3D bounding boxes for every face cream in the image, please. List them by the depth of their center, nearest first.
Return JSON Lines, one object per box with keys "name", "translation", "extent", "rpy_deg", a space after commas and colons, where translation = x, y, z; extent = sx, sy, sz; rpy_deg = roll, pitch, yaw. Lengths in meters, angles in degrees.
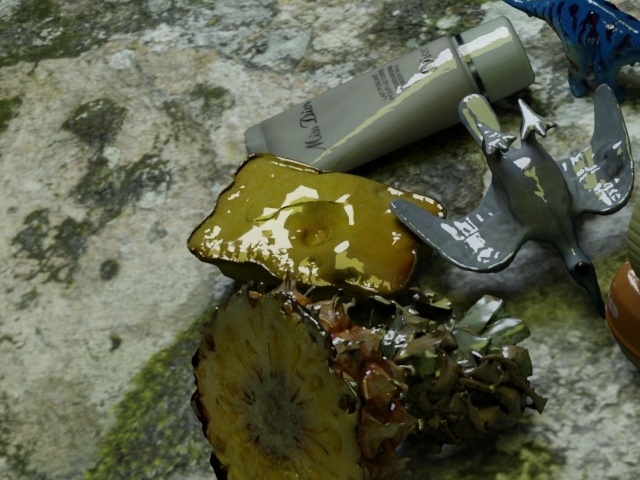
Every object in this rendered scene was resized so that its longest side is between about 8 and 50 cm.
{"name": "face cream", "translation": [0.071, -0.138, 2.043], "extent": [0.314, 0.089, 0.143], "rpy_deg": [-25, 40, 6]}

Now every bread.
{"name": "bread", "translation": [0.000, 0.000, 1.899], "extent": [0.233, 0.088, 0.161], "rpy_deg": [12, 53, 26]}

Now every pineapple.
{"name": "pineapple", "translation": [0.066, 0.130, 1.666], "extent": [0.271, 0.262, 0.262], "rpy_deg": [-14, 34, -35]}

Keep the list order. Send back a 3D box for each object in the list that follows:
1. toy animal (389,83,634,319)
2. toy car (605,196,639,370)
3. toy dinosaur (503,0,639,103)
{"name": "toy animal", "translation": [0.194, -0.041, 1.822], "extent": [0.239, 0.176, 0.255], "rpy_deg": [-23, 35, -2]}
{"name": "toy car", "translation": [0.353, 0.006, 1.671], "extent": [0.235, 0.235, 0.145], "rpy_deg": [-29, 42, -14]}
{"name": "toy dinosaur", "translation": [0.289, -0.207, 2.014], "extent": [0.076, 0.144, 0.329], "rpy_deg": [-40, 33, -19]}
